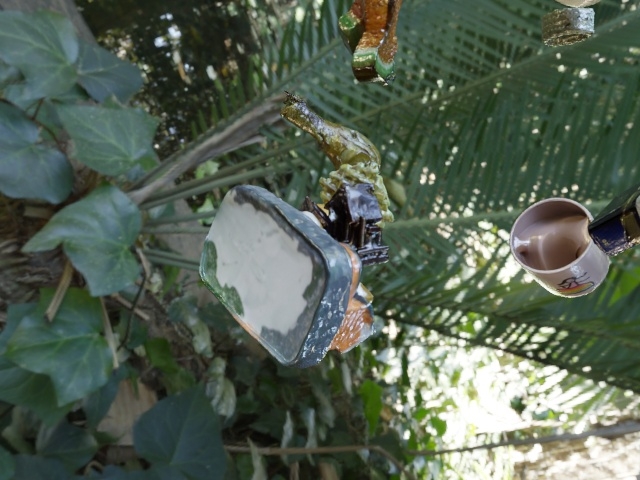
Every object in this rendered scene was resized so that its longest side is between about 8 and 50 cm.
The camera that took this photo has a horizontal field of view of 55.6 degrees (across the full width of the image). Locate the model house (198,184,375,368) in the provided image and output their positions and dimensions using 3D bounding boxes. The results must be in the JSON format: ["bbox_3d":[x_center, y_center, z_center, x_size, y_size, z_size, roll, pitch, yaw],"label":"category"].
[{"bbox_3d":[0.000,0.051,0.968,0.301,0.190,0.271,10,20,-48],"label":"model house"}]

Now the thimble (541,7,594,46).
[{"bbox_3d":[0.545,-0.472,1.337,0.085,0.110,0.062,0,88,-51],"label":"thimble"}]

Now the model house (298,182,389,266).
[{"bbox_3d":[0.042,-0.029,1.279,0.141,0.203,0.164,39,-46,45],"label":"model house"}]

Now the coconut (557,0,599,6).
[{"bbox_3d":[0.510,-0.575,1.159,0.241,0.241,0.241,-17,90,-75],"label":"coconut"}]

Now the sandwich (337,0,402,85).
[{"bbox_3d":[0.126,-0.564,1.593,0.250,0.162,0.300,-43,144,-66],"label":"sandwich"}]

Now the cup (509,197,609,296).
[{"bbox_3d":[0.607,0.017,1.441,0.200,0.253,0.191,35,40,-44],"label":"cup"}]

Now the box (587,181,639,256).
[{"bbox_3d":[0.565,-0.080,0.950,0.168,0.259,0.071,-32,85,-41],"label":"box"}]

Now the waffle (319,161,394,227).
[{"bbox_3d":[0.100,-0.123,1.833,0.054,0.204,0.223,-36,109,-72],"label":"waffle"}]

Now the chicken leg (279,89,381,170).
[{"bbox_3d":[0.031,-0.329,1.968,0.429,0.152,0.201,35,14,-20],"label":"chicken leg"}]

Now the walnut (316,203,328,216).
[{"bbox_3d":[0.000,0.000,1.600,0.159,0.159,0.206,-53,126,-72],"label":"walnut"}]
